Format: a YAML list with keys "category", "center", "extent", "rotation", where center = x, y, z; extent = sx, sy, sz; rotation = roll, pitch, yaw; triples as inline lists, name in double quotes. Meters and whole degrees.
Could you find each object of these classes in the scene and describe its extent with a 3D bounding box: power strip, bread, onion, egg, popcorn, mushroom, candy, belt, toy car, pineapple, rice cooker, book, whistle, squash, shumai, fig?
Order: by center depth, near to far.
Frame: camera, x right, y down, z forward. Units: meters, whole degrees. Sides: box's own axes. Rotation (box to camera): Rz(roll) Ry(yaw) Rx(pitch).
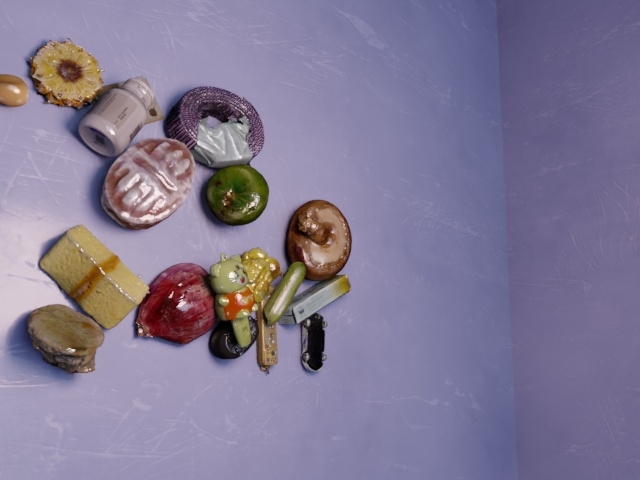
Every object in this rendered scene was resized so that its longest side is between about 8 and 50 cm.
- category: "shumai"
  center: [-0.639, 0.254, 1.489]
  extent: [0.201, 0.201, 0.120]
  rotation: [19, 108, -40]
- category: "egg"
  center: [-0.790, -0.380, 1.514]
  extent: [0.096, 0.080, 0.080]
  rotation: [5, 77, -46]
- category: "bread"
  center: [-0.586, 0.092, 1.576]
  extent: [0.266, 0.142, 0.178]
  rotation: [46, 65, -13]
- category: "pineapple"
  center: [-0.687, -0.458, 1.644]
  extent: [0.221, 0.047, 0.221]
  rotation: [12, 69, -36]
- category: "candy"
  center: [-0.486, -0.160, 1.701]
  extent: [0.214, 0.157, 0.289]
  rotation: [44, 59, -10]
- category: "onion"
  center: [-0.400, 0.192, 1.724]
  extent: [0.283, 0.120, 0.227]
  rotation: [-38, 102, -42]
- category: "whistle"
  center: [-0.249, 0.172, 1.747]
  extent: [0.131, 0.106, 0.288]
  rotation: [-29, 108, -59]
- category: "book"
  center: [-0.570, -0.401, 1.774]
  extent: [0.199, 0.016, 0.138]
  rotation: [-31, 102, -43]
- category: "rice cooker"
  center: [-0.262, 0.292, 1.843]
  extent: [0.165, 0.106, 0.112]
  rotation: [-47, 110, -27]
- category: "popcorn"
  center: [-0.209, 0.128, 1.900]
  extent: [0.195, 0.174, 0.168]
  rotation: [-60, 152, -62]
- category: "belt"
  center: [-0.326, -0.358, 1.910]
  extent: [0.325, 0.122, 0.260]
  rotation: [-1, 70, -45]
- category: "fig"
  center: [-0.261, -0.135, 1.932]
  extent: [0.203, 0.235, 0.203]
  rotation: [0, 81, 0]
- category: "squash"
  center: [-0.117, 0.172, 1.963]
  extent: [0.069, 0.069, 0.238]
  rotation: [42, 64, -29]
- category: "power strip"
  center: [-0.176, 0.283, 1.968]
  extent: [0.064, 0.044, 0.305]
  rotation: [8, 75, -43]
- category: "toy car"
  center: [-0.027, 0.352, 2.085]
  extent: [0.095, 0.056, 0.204]
  rotation: [11, 76, -42]
- category: "mushroom"
  center: [-0.014, -0.001, 2.116]
  extent: [0.278, 0.163, 0.297]
  rotation: [39, 56, -41]

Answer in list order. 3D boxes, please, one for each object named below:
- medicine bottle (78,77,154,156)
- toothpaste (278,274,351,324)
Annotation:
- category: "medicine bottle"
  center: [-0.558, -0.348, 1.667]
  extent: [0.135, 0.135, 0.215]
  rotation: [45, 54, -27]
- category: "toothpaste"
  center: [-0.021, 0.206, 2.106]
  extent: [0.313, 0.089, 0.071]
  rotation: [-28, 107, -44]
